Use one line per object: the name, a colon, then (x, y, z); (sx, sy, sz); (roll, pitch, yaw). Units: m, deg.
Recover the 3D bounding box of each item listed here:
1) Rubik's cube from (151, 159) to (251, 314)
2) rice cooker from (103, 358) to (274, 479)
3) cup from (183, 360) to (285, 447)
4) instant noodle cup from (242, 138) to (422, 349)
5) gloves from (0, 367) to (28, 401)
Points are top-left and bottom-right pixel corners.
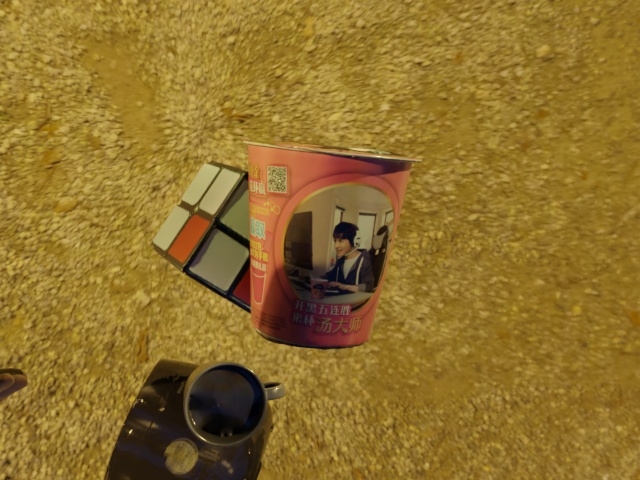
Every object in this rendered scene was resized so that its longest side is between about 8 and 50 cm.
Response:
Rubik's cube: (-0.131, -0.002, 1.088); (0.183, 0.167, 0.180); (38, 82, -30)
rice cooker: (-0.206, 0.336, 1.103); (0.224, 0.267, 0.267); (22, 95, -3)
cup: (-0.086, 0.153, 0.674); (0.100, 0.077, 0.078); (-6, 88, -15)
instant noodle cup: (0.000, 0.000, 0.899); (0.244, 0.244, 0.255); (6, 99, -11)
gloves: (-0.523, 0.156, 0.961); (0.152, 0.301, 0.197); (-18, 59, 7)
